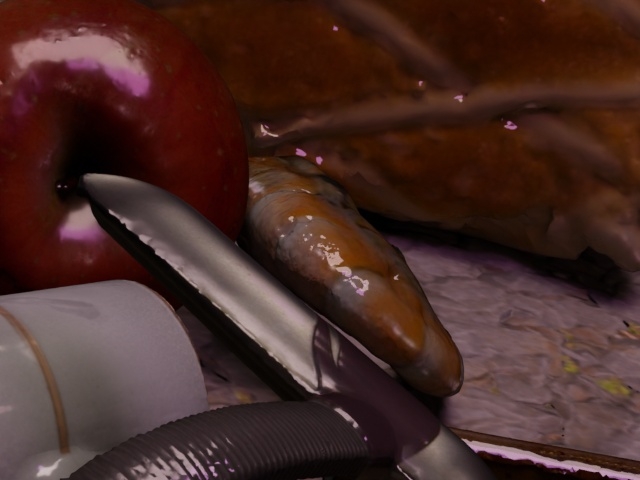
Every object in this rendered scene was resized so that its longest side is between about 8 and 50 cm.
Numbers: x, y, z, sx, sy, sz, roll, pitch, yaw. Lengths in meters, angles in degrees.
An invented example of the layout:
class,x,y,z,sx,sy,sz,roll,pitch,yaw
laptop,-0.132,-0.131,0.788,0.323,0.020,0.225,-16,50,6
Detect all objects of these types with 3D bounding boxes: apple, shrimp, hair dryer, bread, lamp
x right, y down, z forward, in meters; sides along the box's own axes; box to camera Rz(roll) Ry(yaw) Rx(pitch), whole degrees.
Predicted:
class,x,y,z,sx,sy,sz,roll,pitch,yaw
apple,-0.128,-0.035,0.960,0.181,0.181,0.168,2,2,-24
shrimp,0.013,0.010,1.028,0.145,0.059,0.254,39,2,-21
hair dryer,-0.065,0.140,0.678,0.173,0.108,0.357,-10,36,-38
bread,0.068,-0.210,1.231,0.390,0.371,0.279,16,17,0
lamp,-0.099,0.078,0.598,0.283,0.124,0.203,-33,53,-21

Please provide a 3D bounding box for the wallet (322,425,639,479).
class,x,y,z,sx,sy,sz,roll,pitch,yaw
wallet,0.117,0.135,0.718,0.255,0.137,0.031,11,38,-1
